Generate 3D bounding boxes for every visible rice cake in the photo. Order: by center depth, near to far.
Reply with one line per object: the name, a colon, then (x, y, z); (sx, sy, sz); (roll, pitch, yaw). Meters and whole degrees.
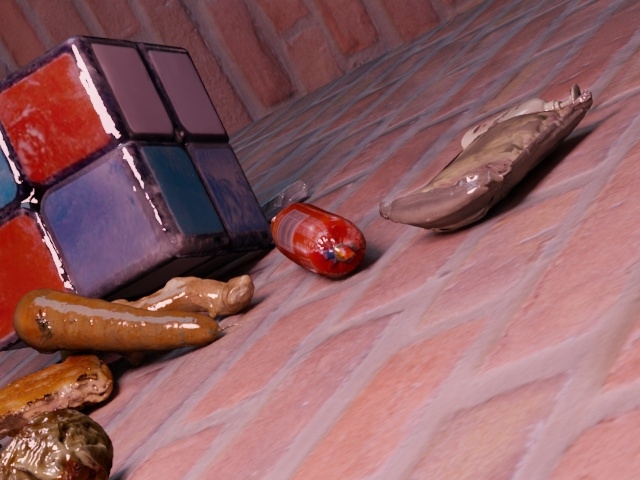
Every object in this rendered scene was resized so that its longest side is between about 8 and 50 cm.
rice cake: (-0.095, -0.032, 2.458); (0.180, 0.030, 0.042); (-33, -3, -10)

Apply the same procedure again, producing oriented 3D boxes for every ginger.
ginger: (-0.196, 0.096, 1.990); (0.288, 0.089, 0.075); (-16, -12, 23)

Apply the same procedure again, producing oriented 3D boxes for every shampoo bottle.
shampoo bottle: (0.238, -0.135, 1.934); (0.152, 0.045, 0.077); (-22, 12, 37)

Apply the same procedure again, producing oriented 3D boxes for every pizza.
pizza: (-0.332, 0.197, 1.915); (0.226, 0.069, 0.147); (-27, 15, -27)

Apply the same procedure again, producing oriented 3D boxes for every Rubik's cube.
Rubik's cube: (-0.299, -0.060, 2.190); (0.313, 0.318, 0.316); (-29, -9, 20)

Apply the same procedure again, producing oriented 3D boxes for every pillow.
pillow: (0.183, -0.077, 1.770); (0.169, 0.059, 0.255); (-21, 12, 44)

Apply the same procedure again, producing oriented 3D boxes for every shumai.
shumai: (-0.222, 0.207, 1.494); (0.087, 0.099, 0.124); (3, 34, 44)

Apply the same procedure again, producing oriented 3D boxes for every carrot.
carrot: (-0.224, 0.098, 1.931); (0.298, 0.078, 0.078); (2, 25, 27)

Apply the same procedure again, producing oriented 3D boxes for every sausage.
sausage: (0.000, 0.000, 1.891); (0.074, 0.074, 0.274); (-32, 9, -7)

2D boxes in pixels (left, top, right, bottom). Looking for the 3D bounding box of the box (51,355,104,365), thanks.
box: (-0.315, 0.167, 2.102); (0.083, 0.035, 0.079); (-35, 11, -22)
